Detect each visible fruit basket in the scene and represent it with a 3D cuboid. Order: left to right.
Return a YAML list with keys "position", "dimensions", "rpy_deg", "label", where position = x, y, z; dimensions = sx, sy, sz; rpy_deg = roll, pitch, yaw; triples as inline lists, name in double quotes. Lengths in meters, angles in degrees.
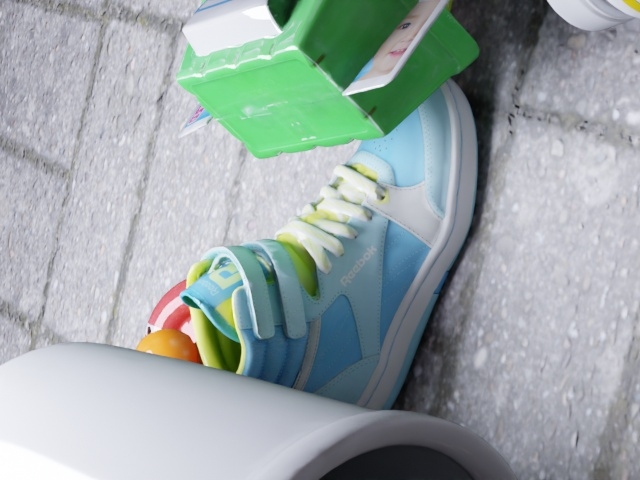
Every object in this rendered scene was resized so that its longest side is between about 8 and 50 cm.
- position: [0.036, -0.244, 1.339]
  dimensions: [0.327, 0.165, 0.353]
  rpy_deg: [-4, 54, 55]
  label: "fruit basket"

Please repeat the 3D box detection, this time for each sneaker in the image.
- position: [0.000, 0.000, 1.333]
  dimensions: [0.127, 0.208, 0.319]
  rpy_deg: [28, 104, 55]
  label: "sneaker"

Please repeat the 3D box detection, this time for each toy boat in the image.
- position: [-0.106, 0.114, 1.514]
  dimensions: [0.231, 0.151, 0.151]
  rpy_deg: [25, 103, 55]
  label: "toy boat"

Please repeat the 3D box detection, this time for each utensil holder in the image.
- position: [-0.084, 0.252, 1.187]
  dimensions: [0.385, 0.327, 0.328]
  rpy_deg: [11, 92, 48]
  label: "utensil holder"

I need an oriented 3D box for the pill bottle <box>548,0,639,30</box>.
- position: [0.248, -0.220, 1.096]
  dimensions: [0.208, 0.119, 0.119]
  rpy_deg: [-19, 68, 53]
  label: "pill bottle"
